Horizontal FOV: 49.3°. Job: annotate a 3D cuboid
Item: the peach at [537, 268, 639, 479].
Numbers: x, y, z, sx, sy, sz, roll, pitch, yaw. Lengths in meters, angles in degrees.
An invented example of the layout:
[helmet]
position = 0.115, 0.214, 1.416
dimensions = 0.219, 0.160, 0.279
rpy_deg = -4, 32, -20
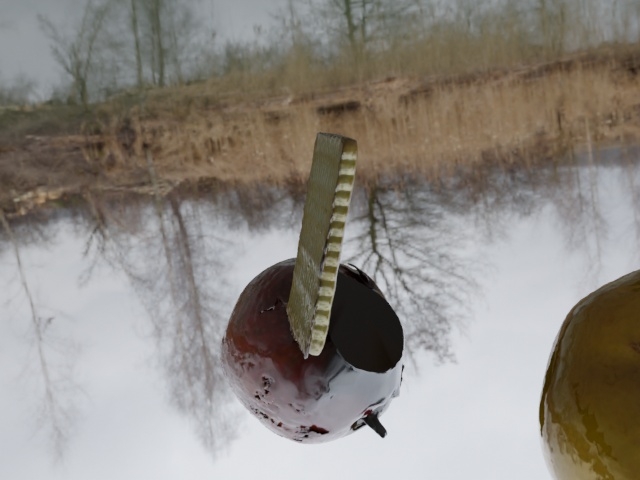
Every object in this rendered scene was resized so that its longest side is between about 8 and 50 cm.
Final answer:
[peach]
position = 0.197, 0.085, 0.342
dimensions = 0.179, 0.103, 0.179
rpy_deg = -23, -141, 20

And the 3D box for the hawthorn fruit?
[hawthorn fruit]
position = -0.009, 0.160, 1.079
dimensions = 0.316, 0.315, 0.316
rpy_deg = -8, -175, 1

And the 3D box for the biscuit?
[biscuit]
position = 0.000, 0.000, 0.833
dimensions = 0.029, 0.254, 0.172
rpy_deg = 8, -171, -13
